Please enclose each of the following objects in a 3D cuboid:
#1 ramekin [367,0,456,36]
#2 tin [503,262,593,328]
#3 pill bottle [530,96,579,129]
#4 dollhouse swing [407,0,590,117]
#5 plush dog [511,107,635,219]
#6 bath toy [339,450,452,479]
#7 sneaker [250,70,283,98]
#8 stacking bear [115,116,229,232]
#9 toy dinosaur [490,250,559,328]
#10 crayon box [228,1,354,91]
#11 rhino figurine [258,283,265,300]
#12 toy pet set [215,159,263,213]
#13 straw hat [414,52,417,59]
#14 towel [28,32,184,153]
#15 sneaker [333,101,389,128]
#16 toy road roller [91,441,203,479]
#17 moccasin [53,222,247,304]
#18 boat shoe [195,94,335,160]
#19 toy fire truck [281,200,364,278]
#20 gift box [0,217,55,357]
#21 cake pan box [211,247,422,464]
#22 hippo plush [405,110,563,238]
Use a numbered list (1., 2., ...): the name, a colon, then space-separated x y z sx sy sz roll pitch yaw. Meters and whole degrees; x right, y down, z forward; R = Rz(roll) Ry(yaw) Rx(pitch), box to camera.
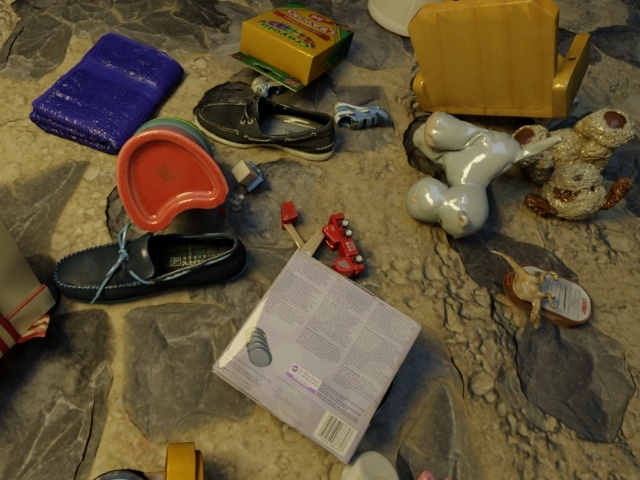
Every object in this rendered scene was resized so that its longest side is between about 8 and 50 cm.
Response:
1. ramekin: 0.294 -0.768 1.255 0.277 0.135 0.277 4 59 -7
2. tin: 0.493 0.119 0.882 0.189 0.040 0.106 23 66 3
3. pill bottle: 0.606 -0.409 1.133 0.112 0.112 0.187 -25 69 -20
4. dollhouse swing: 0.415 -0.469 0.952 0.346 0.305 0.315 16 58 35
5. plush dog: 0.599 -0.160 0.989 0.262 0.210 0.225 -8 76 18
6. bath toy: 0.182 0.448 0.615 0.348 0.129 0.151 22 17 0
7. sneaker: -0.116 -0.412 1.062 0.058 0.052 0.135 44 71 3
8. stacking bear: -0.284 -0.163 0.802 0.175 0.164 0.289 -23 27 -1
9. toy dinosaur: 0.434 0.084 0.841 0.092 0.053 0.183 -11 65 -12
10. crayon box: -0.064 -0.509 1.051 0.202 0.081 0.318 29 46 6
11. rhino figurine: -0.023 0.162 0.753 0.243 0.073 0.106 40 70 9
12. toy pet set: -0.188 -0.127 0.902 0.114 0.065 0.122 -39 67 12
13. straw hat: 0.354 -0.576 1.211 0.144 0.061 0.144 3 62 -6
14. towel: -0.491 -0.355 0.951 0.227 0.076 0.308 18 61 2
15. sneaker: 0.103 -0.309 1.036 0.144 0.053 0.059 6 61 4
16. toy road roller: -0.189 0.439 0.517 0.240 0.202 0.330 5 61 -19
17. moccasin: -0.312 0.025 0.756 0.342 0.117 0.138 -11 65 -14
18. boat shoe: -0.126 -0.280 0.948 0.340 0.113 0.127 17 62 0
19. toy fire truck: 0.000 0.000 0.858 0.135 0.047 0.192 -13 66 -15
20. gift box: -0.569 0.095 0.568 0.276 0.258 0.255 13 41 14
21. cake pan box: 0.002 0.182 0.674 0.267 0.070 0.246 31 74 8
22. hippo plush: 0.322 -0.123 0.918 0.294 0.234 0.237 20 91 18
